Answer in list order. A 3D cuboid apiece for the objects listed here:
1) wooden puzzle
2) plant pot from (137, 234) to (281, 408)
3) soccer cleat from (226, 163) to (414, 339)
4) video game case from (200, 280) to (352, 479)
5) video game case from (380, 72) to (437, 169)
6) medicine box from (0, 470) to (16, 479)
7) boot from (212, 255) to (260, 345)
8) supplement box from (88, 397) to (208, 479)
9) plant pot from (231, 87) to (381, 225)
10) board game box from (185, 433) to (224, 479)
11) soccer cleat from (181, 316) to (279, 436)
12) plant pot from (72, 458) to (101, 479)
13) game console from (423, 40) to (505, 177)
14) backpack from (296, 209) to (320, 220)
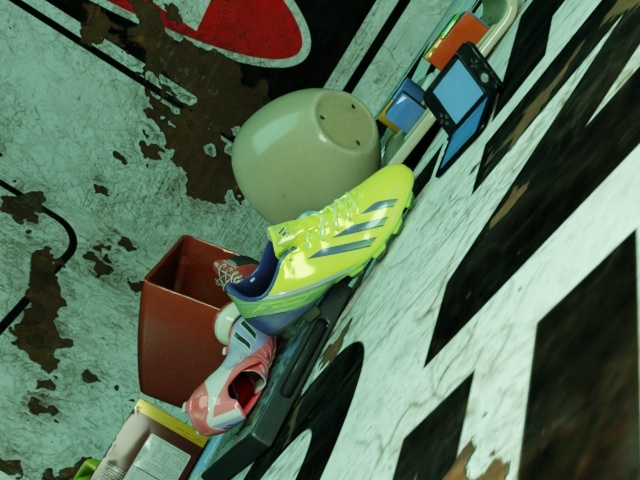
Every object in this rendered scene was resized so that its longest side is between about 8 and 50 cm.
[{"bbox_3d":[0.184,-0.263,1.405,0.348,0.080,0.322,-57,4,14],"label":"wooden puzzle"},{"bbox_3d":[-0.194,0.176,1.561,0.267,0.267,0.236,-69,0,-72],"label":"plant pot"},{"bbox_3d":[0.000,0.001,1.084,0.289,0.121,0.093,-46,19,8],"label":"soccer cleat"},{"bbox_3d":[-0.066,0.204,1.186,0.248,0.035,0.275,-60,5,-33],"label":"video game case"},{"bbox_3d":[0.175,-0.257,1.853,0.227,0.026,0.206,-57,4,5],"label":"video game case"},{"bbox_3d":[-0.354,0.466,1.034,0.289,0.263,0.149,-55,4,36],"label":"medicine box"},{"bbox_3d":[-0.135,0.089,1.361,0.244,0.176,0.088,-18,-52,-59],"label":"boot"},{"bbox_3d":[-0.297,0.382,1.394,0.194,0.129,0.191,-60,4,-21],"label":"supplement box"},{"bbox_3d":[0.002,-0.172,1.573,0.191,0.284,0.284,-44,13,51],"label":"plant pot"},{"bbox_3d":[-0.190,0.371,1.385,0.211,0.039,0.160,-60,4,-9],"label":"board game box"},{"bbox_3d":[-0.096,0.171,1.153,0.095,0.083,0.248,-17,21,30],"label":"soccer cleat"},{"bbox_3d":[-0.418,0.552,1.543,0.228,0.227,0.207,-56,-2,36],"label":"plant pot"},{"bbox_3d":[0.157,-0.154,1.009,0.071,0.107,0.122,-27,-12,-30],"label":"game console"},{"bbox_3d":[-0.008,0.009,1.525,0.084,0.105,0.114,-93,27,-42],"label":"backpack"}]
